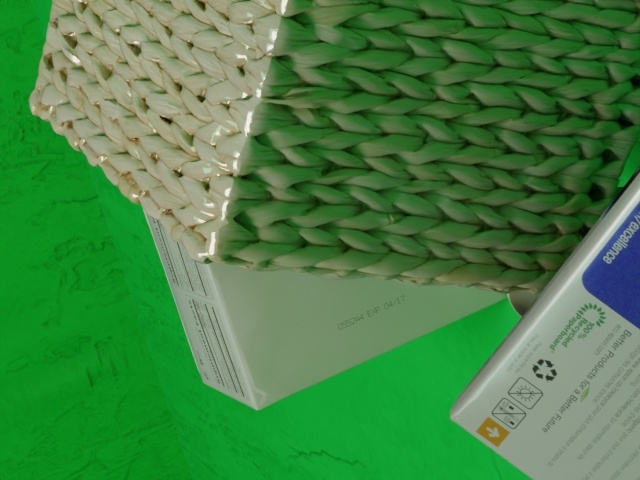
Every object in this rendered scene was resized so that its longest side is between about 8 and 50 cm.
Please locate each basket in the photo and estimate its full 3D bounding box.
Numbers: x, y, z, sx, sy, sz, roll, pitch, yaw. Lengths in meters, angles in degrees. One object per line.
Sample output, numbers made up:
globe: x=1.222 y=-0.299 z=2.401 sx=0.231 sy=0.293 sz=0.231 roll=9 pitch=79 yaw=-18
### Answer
basket: x=0.021 y=-0.147 z=1.346 sx=0.328 sy=0.331 sz=0.266 roll=39 pitch=118 yaw=51

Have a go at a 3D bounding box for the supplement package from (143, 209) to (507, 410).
supplement package: x=0.000 y=0.000 z=1.776 sx=0.145 sy=0.262 sz=0.204 roll=13 pitch=124 yaw=66

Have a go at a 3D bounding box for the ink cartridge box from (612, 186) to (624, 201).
ink cartridge box: x=0.227 y=0.091 z=1.398 sx=0.232 sy=0.066 sz=0.189 roll=-56 pitch=-44 yaw=-57

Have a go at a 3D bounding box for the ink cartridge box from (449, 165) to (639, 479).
ink cartridge box: x=0.279 y=0.095 z=1.193 sx=0.307 sy=0.072 sz=0.303 roll=35 pitch=127 yaw=2

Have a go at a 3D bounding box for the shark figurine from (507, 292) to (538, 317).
shark figurine: x=0.201 y=0.019 z=1.568 sx=0.278 sy=0.166 sz=0.116 roll=54 pitch=-169 yaw=-16
